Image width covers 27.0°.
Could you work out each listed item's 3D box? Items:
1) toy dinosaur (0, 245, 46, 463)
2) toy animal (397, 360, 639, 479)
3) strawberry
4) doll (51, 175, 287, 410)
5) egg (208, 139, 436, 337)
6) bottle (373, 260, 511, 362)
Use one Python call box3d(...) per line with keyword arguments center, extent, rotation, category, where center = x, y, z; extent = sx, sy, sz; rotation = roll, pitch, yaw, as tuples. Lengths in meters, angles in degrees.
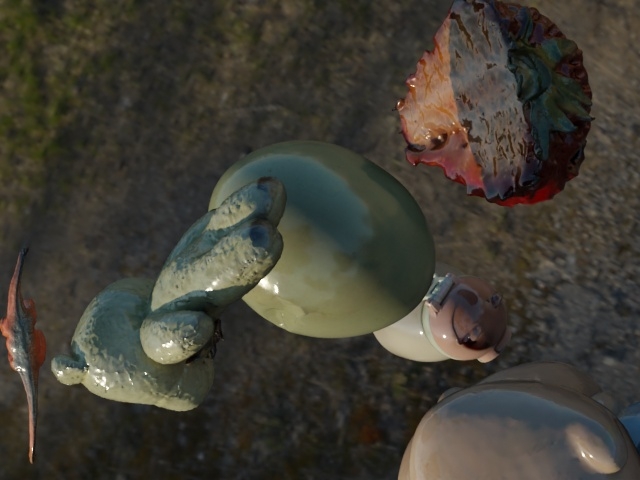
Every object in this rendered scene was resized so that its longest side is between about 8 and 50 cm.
box3d(center=(-0.386, 0.148, 1.741), extent=(0.101, 0.055, 0.279), rotation=(-130, 32, -74), category="toy dinosaur")
box3d(center=(0.143, 0.189, 0.911), extent=(0.229, 0.221, 0.210), rotation=(-24, 76, 38), category="toy animal")
box3d(center=(0.235, -0.153, 1.657), extent=(0.253, 0.150, 0.280), rotation=(65, 149, 22), category="strawberry")
box3d(center=(-0.119, 0.062, 1.280), extent=(0.278, 0.175, 0.149), rotation=(-42, 83, 30), category="doll")
box3d(center=(0.000, 0.000, 1.524), extent=(0.269, 0.219, 0.219), rotation=(31, 98, 8), category="egg")
box3d(center=(0.176, 0.103, 1.863), extent=(0.236, 0.147, 0.147), rotation=(4, 77, 68), category="bottle")
